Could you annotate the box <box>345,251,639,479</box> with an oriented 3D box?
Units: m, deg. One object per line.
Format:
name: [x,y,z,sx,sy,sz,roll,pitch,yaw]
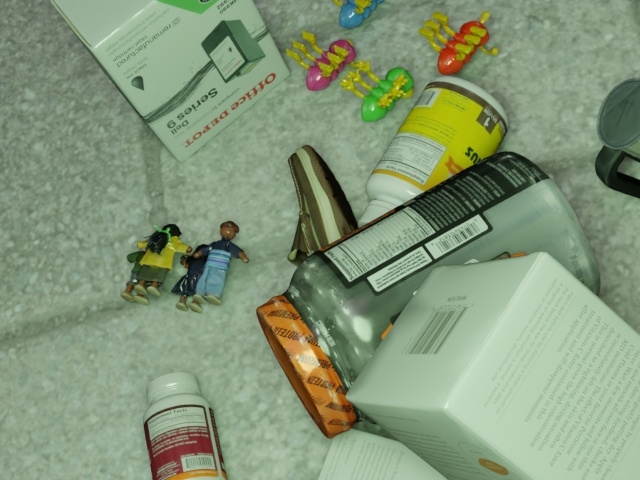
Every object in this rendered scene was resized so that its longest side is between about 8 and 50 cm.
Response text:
box: [0.232,0.185,1.101,0.168,0.345,0.215,-54,15,-17]

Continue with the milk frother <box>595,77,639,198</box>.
milk frother: [0.398,-0.095,1.331,0.143,0.135,0.129,31,101,57]

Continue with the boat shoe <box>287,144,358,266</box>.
boat shoe: [-0.003,-0.003,1.470,0.095,0.095,0.257,-29,57,10]

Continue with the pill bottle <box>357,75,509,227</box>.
pill bottle: [0.134,-0.087,1.449,0.117,0.117,0.215,24,73,29]

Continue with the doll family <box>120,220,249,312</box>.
doll family: [-0.175,0.027,1.531,0.193,0.076,0.111,10,62,19]

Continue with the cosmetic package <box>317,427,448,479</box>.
cosmetic package: [0.111,0.289,1.276,0.231,0.085,0.117,14,68,23]

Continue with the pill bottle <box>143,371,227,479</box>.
pill bottle: [-0.163,0.238,1.400,0.086,0.086,0.152,-21,57,8]

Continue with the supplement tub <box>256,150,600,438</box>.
supplement tub: [0.114,0.063,1.294,0.338,0.207,0.207,-29,57,-9]

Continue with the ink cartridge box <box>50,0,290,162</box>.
ink cartridge box: [-0.186,-0.266,1.562,0.211,0.289,0.121,-39,60,-3]

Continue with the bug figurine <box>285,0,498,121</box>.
bug figurine: [0.088,-0.258,1.580,0.216,0.072,0.279,-45,50,-14]
